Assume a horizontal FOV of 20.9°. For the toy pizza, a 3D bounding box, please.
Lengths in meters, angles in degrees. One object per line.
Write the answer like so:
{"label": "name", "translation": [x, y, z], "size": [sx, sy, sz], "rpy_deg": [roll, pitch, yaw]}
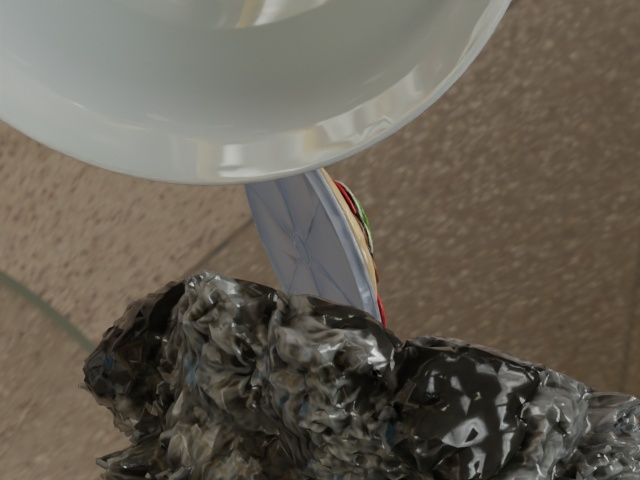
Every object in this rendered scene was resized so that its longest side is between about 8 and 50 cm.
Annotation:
{"label": "toy pizza", "translation": [0.000, 0.000, 1.235], "size": [0.032, 0.201, 0.201], "rpy_deg": [-24, 85, -16]}

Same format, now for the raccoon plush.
{"label": "raccoon plush", "translation": [0.046, 0.202, 0.735], "size": [0.446, 0.216, 0.299], "rpy_deg": [21, 82, -37]}

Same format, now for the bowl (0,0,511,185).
{"label": "bowl", "translation": [-0.049, -0.184, 0.739], "size": [0.298, 0.298, 0.134], "rpy_deg": [32, 29, -9]}
